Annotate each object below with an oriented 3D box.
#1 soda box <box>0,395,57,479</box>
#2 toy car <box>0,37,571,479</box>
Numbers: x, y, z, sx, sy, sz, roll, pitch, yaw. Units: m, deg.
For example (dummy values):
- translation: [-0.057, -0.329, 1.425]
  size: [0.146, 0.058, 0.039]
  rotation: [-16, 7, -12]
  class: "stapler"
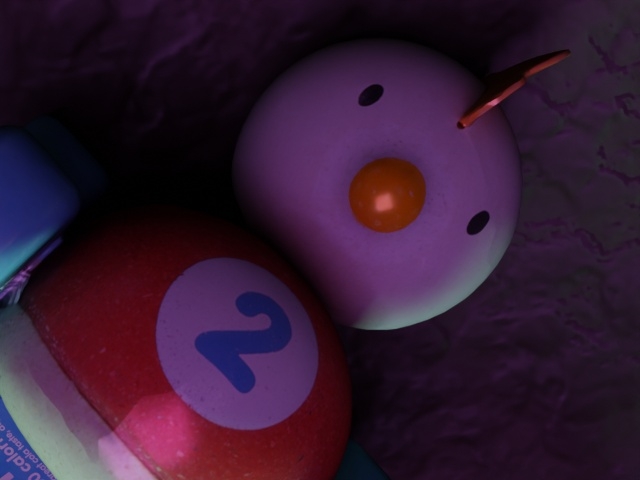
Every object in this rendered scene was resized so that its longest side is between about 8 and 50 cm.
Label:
- translation: [-0.177, 0.031, 0.792]
  size: [0.071, 0.067, 0.210]
  rotation: [-37, 109, 15]
  class: "soda box"
- translation: [0.000, 0.000, 0.719]
  size: [0.238, 0.210, 0.219]
  rotation: [-43, 95, 2]
  class: "toy car"
